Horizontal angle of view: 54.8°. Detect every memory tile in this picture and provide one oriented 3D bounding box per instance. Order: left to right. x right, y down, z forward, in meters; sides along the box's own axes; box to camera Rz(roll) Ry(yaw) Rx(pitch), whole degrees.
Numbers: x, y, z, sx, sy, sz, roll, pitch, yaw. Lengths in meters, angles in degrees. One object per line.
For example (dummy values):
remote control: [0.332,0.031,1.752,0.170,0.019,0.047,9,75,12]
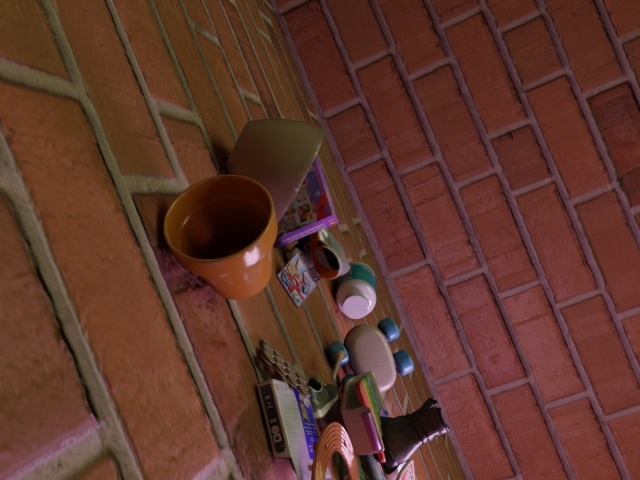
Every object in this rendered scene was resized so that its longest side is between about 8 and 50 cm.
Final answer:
memory tile: [-0.079,0.282,1.357,0.148,0.012,0.113,47,2,-13]

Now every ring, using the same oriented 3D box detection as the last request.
ring: [0.030,0.553,1.286,0.336,0.032,0.337,-9,90,-74]

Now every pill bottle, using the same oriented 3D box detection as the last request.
pill bottle: [0.132,0.188,2.274,0.264,0.146,0.146,-79,145,-70]

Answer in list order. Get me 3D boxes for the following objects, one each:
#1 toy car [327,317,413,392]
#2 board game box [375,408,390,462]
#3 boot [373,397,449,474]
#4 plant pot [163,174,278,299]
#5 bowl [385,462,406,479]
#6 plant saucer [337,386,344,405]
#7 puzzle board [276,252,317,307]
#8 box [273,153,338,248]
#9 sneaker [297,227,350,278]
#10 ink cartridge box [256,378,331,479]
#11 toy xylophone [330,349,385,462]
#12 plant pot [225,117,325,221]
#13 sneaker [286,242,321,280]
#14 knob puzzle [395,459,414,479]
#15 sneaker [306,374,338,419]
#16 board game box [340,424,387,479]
toy car: [0.131,0.371,1.944,0.210,0.219,0.238,66,-18,4]
board game box: [0.180,0.578,1.982,0.194,0.060,0.194,-11,78,-79]
boot: [0.229,0.520,1.738,0.118,0.222,0.338,60,-8,-11]
plant pot: [-0.173,0.011,1.185,0.188,0.205,0.205,77,0,-52]
bowl: [0.250,0.758,1.976,0.142,0.053,0.142,-65,131,-75]
plant saucer: [0.067,0.468,1.795,0.083,0.013,0.083,61,13,-25]
puzzle board: [-0.063,0.112,1.733,0.096,0.011,0.128,-49,126,-30]
box: [-0.081,-0.144,1.811,0.057,0.200,0.293,47,24,-58]
sneaker: [0.000,0.000,1.845,0.121,0.099,0.262,5,56,-62]
ink cartridge box: [-0.053,0.405,1.298,0.206,0.045,0.208,45,25,-63]
toy xylophone: [0.103,0.417,1.602,0.323,0.081,0.236,-76,147,-77]
plant pot: [-0.138,-0.211,1.632,0.191,0.284,0.284,28,21,-9]
sneaker: [-0.026,0.058,1.925,0.129,0.111,0.297,63,11,0]
knob puzzle: [0.220,0.669,1.601,0.213,0.030,0.213,-22,115,-59]
sneaker: [-0.004,0.371,1.527,0.192,0.064,0.086,-23,95,-75]
board game box: [0.137,0.674,1.645,0.213,0.046,0.317,-86,151,-64]
